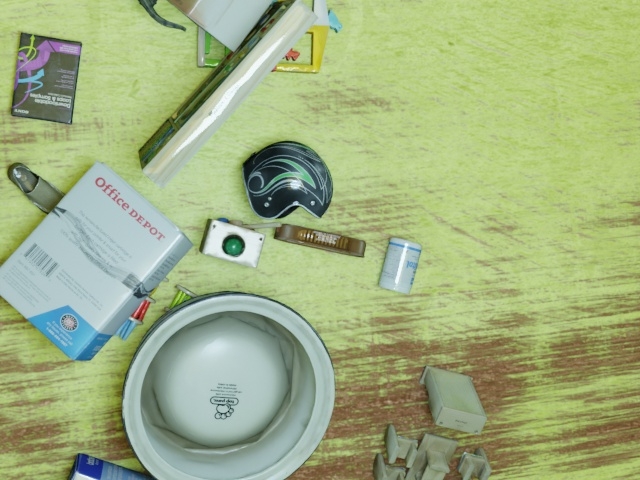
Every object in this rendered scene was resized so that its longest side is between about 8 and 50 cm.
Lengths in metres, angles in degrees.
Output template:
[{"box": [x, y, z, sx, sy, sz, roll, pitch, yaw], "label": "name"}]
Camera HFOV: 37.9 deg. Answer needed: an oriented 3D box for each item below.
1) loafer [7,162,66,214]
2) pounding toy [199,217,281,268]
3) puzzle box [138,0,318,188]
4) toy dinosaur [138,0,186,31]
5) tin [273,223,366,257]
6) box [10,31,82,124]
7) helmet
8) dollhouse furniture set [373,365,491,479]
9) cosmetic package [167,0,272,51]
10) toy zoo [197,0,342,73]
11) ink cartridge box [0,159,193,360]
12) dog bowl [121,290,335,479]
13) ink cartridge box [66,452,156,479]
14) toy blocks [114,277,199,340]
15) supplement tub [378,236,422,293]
[{"box": [-0.544, -0.094, 1.799, 0.148, 0.050, 0.056, 37, 86, -10], "label": "loafer"}, {"box": [-0.159, -0.006, 1.829, 0.130, 0.141, 0.100, 16, 89, -11], "label": "pounding toy"}, {"box": [-0.182, -0.281, 1.726, 0.052, 0.272, 0.409, 42, 91, -17], "label": "puzzle box"}, {"box": [-0.359, -0.489, 1.784, 0.064, 0.118, 0.268, -43, 100, -6], "label": "toy dinosaur"}, {"box": [0.000, 0.000, 1.879, 0.189, 0.106, 0.040, 12, 82, -12], "label": "tin"}, {"box": [-0.530, -0.312, 1.804, 0.116, 0.029, 0.162, 7, 92, -11], "label": "box"}, {"box": [-0.059, -0.113, 1.835, 0.161, 0.169, 0.169, -17, 96, 8], "label": "helmet"}, {"box": [0.242, 0.413, 1.948, 0.212, 0.161, 0.242, 15, 111, -11], "label": "dollhouse furniture set"}, {"box": [-0.143, -0.522, 1.735, 0.129, 0.153, 0.296, 34, 96, -40], "label": "cosmetic package"}, {"box": [-0.100, -0.438, 1.879, 0.293, 0.030, 0.192, 2, 92, -10], "label": "toy zoo"}, {"box": [-0.427, 0.041, 1.763, 0.223, 0.129, 0.307, 41, 85, 8], "label": "ink cartridge box"}, {"box": [-0.185, 0.282, 1.805, 0.408, 0.150, 0.408, -4, 102, -16], "label": "dog bowl"}, {"box": [-0.394, 0.590, 1.805, 0.395, 0.151, 0.270, 22, 87, -12], "label": "ink cartridge box"}, {"box": [-0.329, 0.146, 1.848, 0.123, 0.054, 0.148, 31, 86, -10], "label": "toy blocks"}, {"box": [0.165, 0.052, 1.929, 0.071, 0.071, 0.107, 14, 90, -11], "label": "supplement tub"}]
